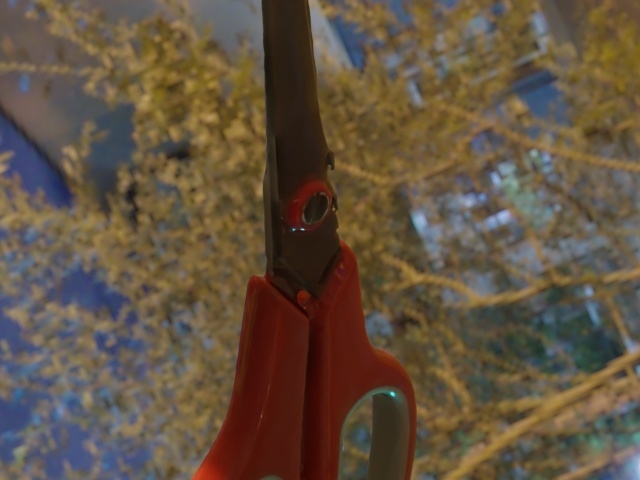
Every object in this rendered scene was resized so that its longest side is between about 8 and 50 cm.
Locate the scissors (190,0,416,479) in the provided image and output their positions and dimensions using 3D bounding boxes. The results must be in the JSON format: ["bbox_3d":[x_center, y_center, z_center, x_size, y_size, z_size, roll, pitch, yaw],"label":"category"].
[{"bbox_3d":[0.000,0.000,0.470,0.021,0.109,0.297,30,123,40],"label":"scissors"}]
